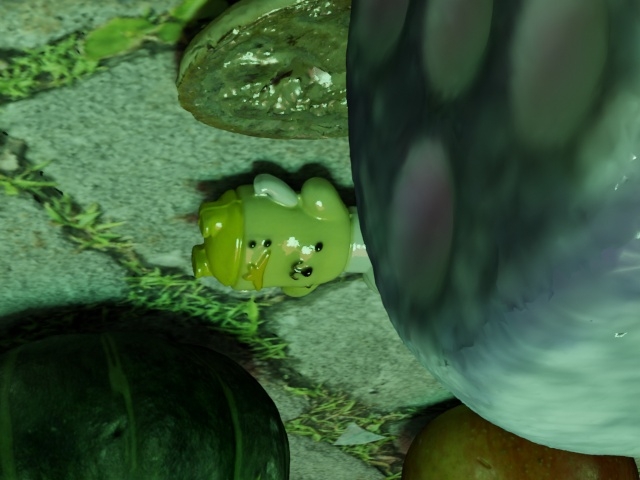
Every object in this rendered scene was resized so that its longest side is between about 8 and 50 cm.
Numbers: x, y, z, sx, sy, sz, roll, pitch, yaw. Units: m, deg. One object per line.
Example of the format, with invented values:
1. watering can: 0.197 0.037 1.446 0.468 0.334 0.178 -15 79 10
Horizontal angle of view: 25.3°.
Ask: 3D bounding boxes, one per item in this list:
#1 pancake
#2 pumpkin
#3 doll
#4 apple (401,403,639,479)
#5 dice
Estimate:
1. pancake: -0.004 -0.097 0.774 0.158 0.028 0.158 -8 155 -4
2. pumpkin: -0.173 0.190 1.089 0.300 0.207 0.300 -8 162 -3
3. doll: 0.000 0.000 0.918 0.162 0.062 0.106 0 139 -13
4. apple: 0.187 0.245 1.318 0.235 0.173 0.210 6 150 -21
5. dice: 0.176 -0.078 0.585 0.270 0.271 0.270 4 150 -20
